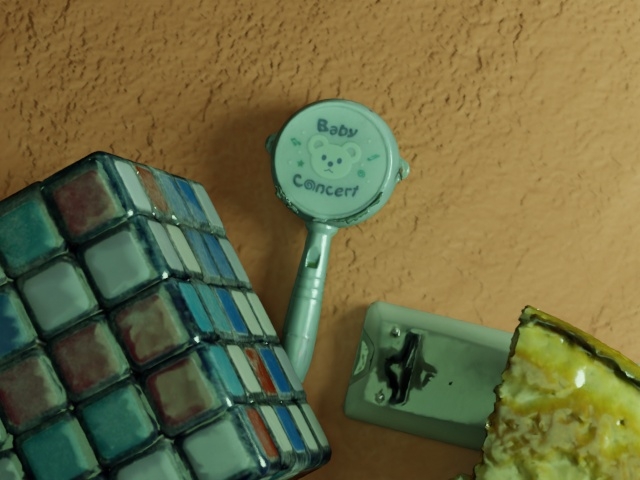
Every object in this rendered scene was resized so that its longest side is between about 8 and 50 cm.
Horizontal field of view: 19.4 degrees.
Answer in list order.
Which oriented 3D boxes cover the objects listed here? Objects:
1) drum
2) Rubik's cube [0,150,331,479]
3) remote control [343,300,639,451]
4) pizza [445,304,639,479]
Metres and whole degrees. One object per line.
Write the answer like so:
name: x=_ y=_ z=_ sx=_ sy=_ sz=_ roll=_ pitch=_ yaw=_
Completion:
drum: x=-0.019 y=-0.009 z=1.677 sx=0.130 sy=0.049 sz=0.253 roll=27 pitch=89 yaw=7
Rubik's cube: x=-0.195 y=0.124 z=1.547 sx=0.292 sy=0.293 sz=0.287 roll=-28 pitch=81 yaw=7
remote control: x=0.180 y=0.138 z=1.632 sx=0.313 sy=0.055 sz=0.109 roll=13 pitch=85 yaw=8
pizza: x=0.193 y=0.315 z=1.550 sx=0.406 sy=0.130 sz=0.440 roll=-38 pitch=75 yaw=8
